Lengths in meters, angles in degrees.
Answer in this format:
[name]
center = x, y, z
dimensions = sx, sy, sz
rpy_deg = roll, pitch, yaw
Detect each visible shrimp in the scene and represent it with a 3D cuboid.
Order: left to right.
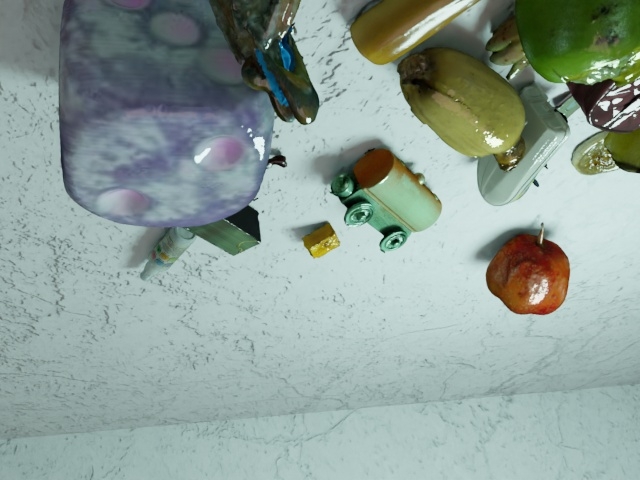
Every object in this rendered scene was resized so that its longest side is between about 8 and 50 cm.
[shrimp]
center = -0.048, -0.348, 0.722
dimensions = 0.221, 0.110, 0.445
rpy_deg = 1, 119, 13

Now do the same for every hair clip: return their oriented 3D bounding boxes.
[hair clip]
center = 0.508, -0.275, 1.257
dimensions = 0.137, 0.022, 0.054
rpy_deg = -31, 143, 26

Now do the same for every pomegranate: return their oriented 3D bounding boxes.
[pomegranate]
center = 0.367, -0.330, 0.971
dimensions = 0.236, 0.236, 0.302
rpy_deg = 8, 178, -28

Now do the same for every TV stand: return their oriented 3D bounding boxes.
[TV stand]
center = -0.231, -0.065, 1.326
dimensions = 0.083, 0.088, 0.269
rpy_deg = -25, 146, 22

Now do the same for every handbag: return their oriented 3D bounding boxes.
[handbag]
center = 0.531, -0.292, 1.112
dimensions = 0.146, 0.135, 0.225
rpy_deg = 10, 140, -28

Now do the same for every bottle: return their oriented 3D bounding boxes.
[bottle]
center = -0.350, 0.032, 1.484
dimensions = 0.060, 0.060, 0.217
rpy_deg = 14, 141, -35

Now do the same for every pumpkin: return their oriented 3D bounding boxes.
[pumpkin]
center = 0.000, 0.000, 1.542
dimensions = 0.083, 0.054, 0.074
rpy_deg = -32, 153, -5

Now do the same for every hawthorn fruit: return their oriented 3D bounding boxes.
[hawthorn fruit]
center = 0.545, 0.060, 1.694
dimensions = 0.207, 0.207, 0.243
rpy_deg = -1, 122, -16

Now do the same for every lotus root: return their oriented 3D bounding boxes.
[lotus root]
center = 0.250, -0.233, 1.135
dimensions = 0.303, 0.130, 0.146
rpy_deg = 31, 162, -31

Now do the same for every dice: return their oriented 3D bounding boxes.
[dice]
center = -0.219, -0.192, 0.935
dimensions = 0.271, 0.270, 0.270
rpy_deg = 0, 148, -18

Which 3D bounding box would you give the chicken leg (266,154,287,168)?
[chicken leg]
center = -0.172, -0.145, 1.248
dimensions = 0.219, 0.048, 0.089
rpy_deg = 9, 148, -29

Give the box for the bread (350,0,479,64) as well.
[bread]
center = 0.157, -0.347, 0.982
dimensions = 0.239, 0.074, 0.092
rpy_deg = -29, 140, 29

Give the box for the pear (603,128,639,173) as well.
[pear]
center = 0.673, -0.239, 1.229
dimensions = 0.267, 0.267, 0.178
rpy_deg = -8, 116, -4

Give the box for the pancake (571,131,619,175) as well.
[pancake]
center = 0.620, -0.188, 1.434
dimensions = 0.152, 0.025, 0.151
rpy_deg = -7, 148, -4

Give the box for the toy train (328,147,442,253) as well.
[toy train]
center = 0.145, -0.086, 1.395
dimensions = 0.177, 0.116, 0.285
rpy_deg = -35, 142, 17

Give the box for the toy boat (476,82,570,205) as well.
[toy boat]
center = 0.394, -0.176, 1.293
dimensions = 0.141, 0.140, 0.269
rpy_deg = -6, 152, -6
